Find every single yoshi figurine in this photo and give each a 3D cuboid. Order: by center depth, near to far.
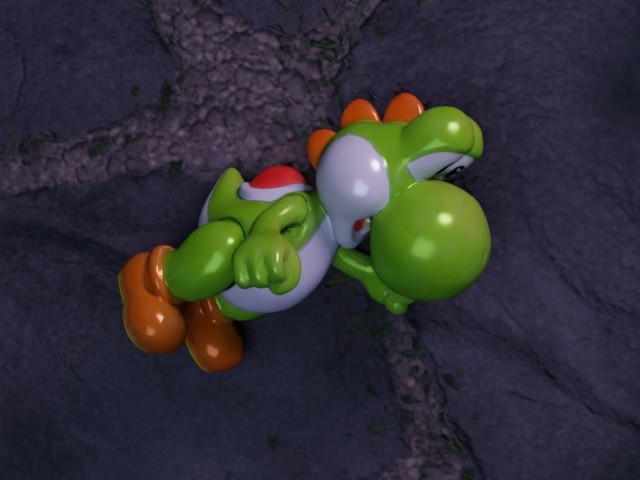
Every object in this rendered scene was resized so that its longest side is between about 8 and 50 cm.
[{"bbox_3d":[0.006,0.021,1.114,0.362,0.203,0.203,-31,111,19],"label":"yoshi figurine"}]
